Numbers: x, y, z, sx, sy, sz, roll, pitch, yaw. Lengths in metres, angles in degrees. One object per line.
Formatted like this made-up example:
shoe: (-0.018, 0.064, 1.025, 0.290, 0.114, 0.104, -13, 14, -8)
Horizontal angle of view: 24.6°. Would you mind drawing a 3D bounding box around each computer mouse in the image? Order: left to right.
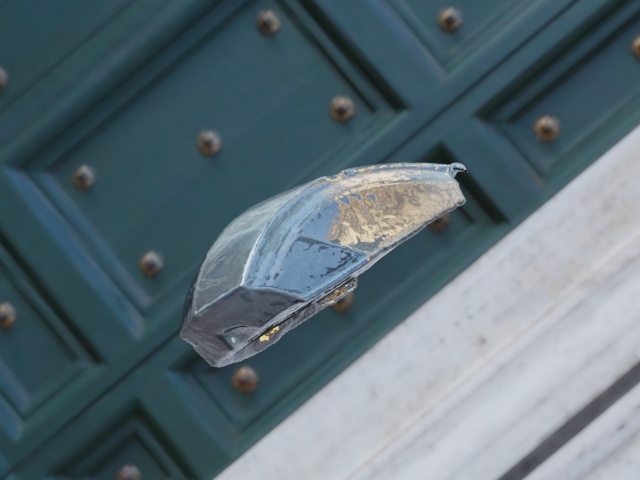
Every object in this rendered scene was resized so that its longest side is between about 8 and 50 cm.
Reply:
computer mouse: (-0.003, -0.001, 0.880, 0.231, 0.126, 0.071, -30, 82, -47)
